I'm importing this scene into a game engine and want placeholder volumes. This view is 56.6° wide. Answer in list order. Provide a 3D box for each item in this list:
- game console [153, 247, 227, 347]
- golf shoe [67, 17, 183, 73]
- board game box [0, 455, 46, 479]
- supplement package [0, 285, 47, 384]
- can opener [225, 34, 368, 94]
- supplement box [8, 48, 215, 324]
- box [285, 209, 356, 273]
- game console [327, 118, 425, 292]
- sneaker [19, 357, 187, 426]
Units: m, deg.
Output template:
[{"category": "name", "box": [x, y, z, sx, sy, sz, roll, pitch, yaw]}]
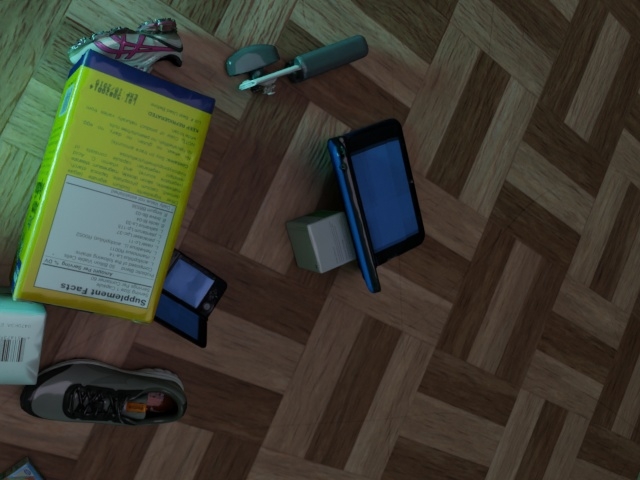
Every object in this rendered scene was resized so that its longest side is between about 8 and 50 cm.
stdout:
[{"category": "game console", "box": [-0.238, 0.098, 1.052, 0.144, 0.085, 0.124, 38, 78, -28]}, {"category": "golf shoe", "box": [-0.312, -0.305, 0.970, 0.186, 0.067, 0.086, -22, 108, -26]}, {"category": "board game box", "box": [-0.492, 0.452, 0.988, 0.103, 0.026, 0.154, -32, 111, -22]}, {"category": "supplement package", "box": [-0.470, 0.134, 0.872, 0.105, 0.179, 0.105, 7, 93, -30]}, {"category": "can opener", "box": [-0.036, -0.340, 1.116, 0.280, 0.074, 0.093, -23, 106, -25]}, {"category": "supplement box", "box": [-0.327, -0.076, 0.918, 0.194, 0.195, 0.357, 17, 87, -30]}, {"category": "box", "box": [0.000, 0.000, 1.164, 0.087, 0.101, 0.102, -23, 105, -25]}, {"category": "game console", "box": [0.131, -0.080, 1.195, 0.173, 0.250, 0.293, -16, 105, 1]}, {"category": "sneaker", "box": [-0.353, 0.262, 0.997, 0.271, 0.108, 0.100, 8, 94, -29]}]
